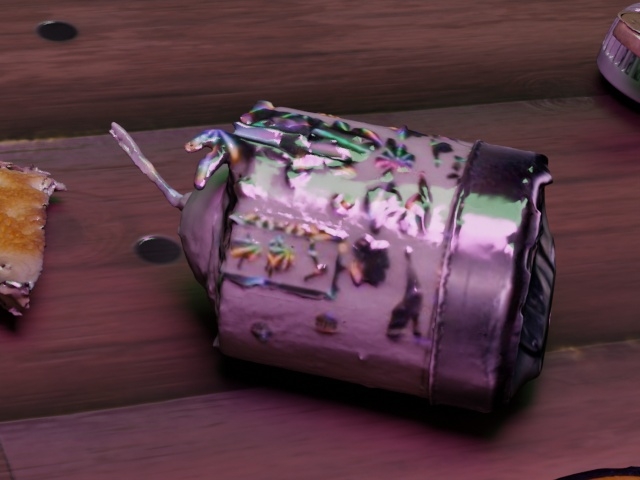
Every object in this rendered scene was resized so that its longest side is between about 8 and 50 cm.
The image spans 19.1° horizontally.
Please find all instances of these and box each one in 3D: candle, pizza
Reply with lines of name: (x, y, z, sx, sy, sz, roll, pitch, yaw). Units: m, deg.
candle: (0.000, 0.000, 1.302, 0.330, 0.187, 0.187, 12, 35, 8)
pizza: (-0.248, 0.000, 1.362, 0.185, 0.052, 0.195, -5, 32, -31)

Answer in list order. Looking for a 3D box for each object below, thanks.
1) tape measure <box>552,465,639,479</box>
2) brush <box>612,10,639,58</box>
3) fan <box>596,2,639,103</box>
tape measure: (0.182, 0.229, 1.063, 0.202, 0.135, 0.223, -25, 44, -25)
brush: (0.374, -0.187, 1.640, 0.327, 0.065, 0.070, -5, 44, -42)
fan: (0.355, -0.127, 1.665, 0.244, 0.074, 0.130, 37, 32, 27)
